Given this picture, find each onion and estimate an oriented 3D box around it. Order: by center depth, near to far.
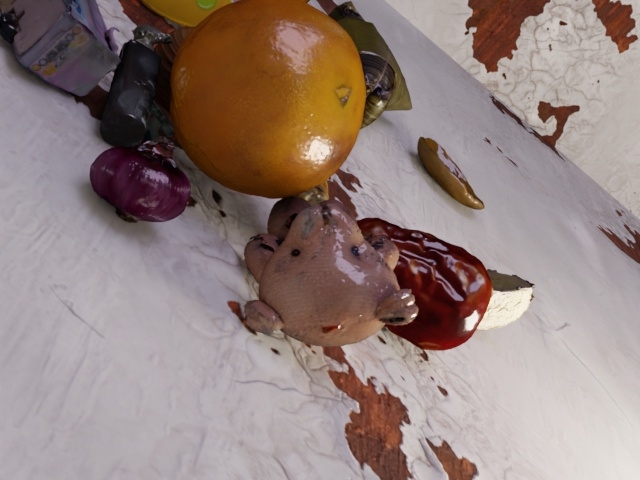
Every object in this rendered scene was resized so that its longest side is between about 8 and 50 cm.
[{"bbox_3d":[-0.198,-0.070,1.288,0.115,0.104,0.115,30,7,-4],"label":"onion"}]

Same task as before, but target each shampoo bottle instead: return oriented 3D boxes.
[{"bbox_3d":[-0.234,-0.205,1.473,0.063,0.057,0.208,21,44,-17],"label":"shampoo bottle"}]

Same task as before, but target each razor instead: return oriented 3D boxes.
[{"bbox_3d":[-0.198,-0.107,1.455,0.068,0.037,0.191,54,9,-39],"label":"razor"}]

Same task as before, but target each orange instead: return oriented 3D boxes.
[{"bbox_3d":[-0.065,-0.182,1.473,0.261,0.261,0.261,37,21,-16],"label":"orange"}]

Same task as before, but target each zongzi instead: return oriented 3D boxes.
[{"bbox_3d":[0.121,-0.279,2.265,0.317,0.154,0.289,36,28,-35],"label":"zongzi"}]

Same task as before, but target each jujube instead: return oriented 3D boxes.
[{"bbox_3d":[0.121,0.056,1.570,0.230,0.155,0.155,28,24,-20],"label":"jujube"}]

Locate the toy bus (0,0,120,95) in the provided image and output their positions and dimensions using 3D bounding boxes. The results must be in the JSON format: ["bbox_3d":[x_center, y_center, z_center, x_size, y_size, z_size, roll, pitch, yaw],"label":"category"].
[{"bbox_3d":[-0.353,-0.314,1.498,0.138,0.112,0.317,38,19,-44],"label":"toy bus"}]

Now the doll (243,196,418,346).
[{"bbox_3d":[0.000,0.000,1.398,0.201,0.156,0.303,-4,33,-6],"label":"doll"}]

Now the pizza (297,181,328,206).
[{"bbox_3d":[-0.051,-0.115,1.728,0.161,0.062,0.182,29,28,-50],"label":"pizza"}]

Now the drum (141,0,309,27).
[{"bbox_3d":[-0.164,-0.574,1.924,0.431,0.431,0.214,35,21,-20],"label":"drum"}]

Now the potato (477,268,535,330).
[{"bbox_3d":[0.245,0.103,1.834,0.172,0.089,0.100,-6,21,-24],"label":"potato"}]

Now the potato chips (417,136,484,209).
[{"bbox_3d":[0.261,-0.132,2.352,0.202,0.049,0.150,48,17,19],"label":"potato chips"}]

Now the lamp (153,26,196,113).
[{"bbox_3d":[-0.177,-0.235,1.623,0.136,0.136,0.136,37,21,-16],"label":"lamp"}]
